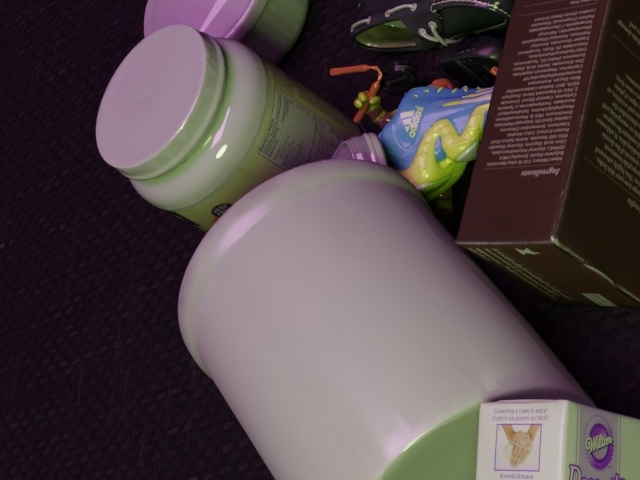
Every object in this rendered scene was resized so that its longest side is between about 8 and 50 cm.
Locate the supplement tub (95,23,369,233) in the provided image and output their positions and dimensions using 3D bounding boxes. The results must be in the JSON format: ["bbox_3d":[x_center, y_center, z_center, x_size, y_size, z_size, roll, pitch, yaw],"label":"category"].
[{"bbox_3d":[-0.105,-0.118,1.755,0.235,0.325,0.235,-23,53,35],"label":"supplement tub"}]

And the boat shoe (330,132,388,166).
[{"bbox_3d":[-0.001,-0.001,1.661,0.320,0.103,0.118,117,144,-43],"label":"boat shoe"}]

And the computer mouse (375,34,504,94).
[{"bbox_3d":[0.160,-0.229,1.755,0.242,0.071,0.041,-2,61,48],"label":"computer mouse"}]

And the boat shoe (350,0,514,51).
[{"bbox_3d":[0.150,-0.289,1.771,0.302,0.114,0.091,10,74,59],"label":"boat shoe"}]

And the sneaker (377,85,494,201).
[{"bbox_3d":[0.168,-0.156,1.600,0.240,0.091,0.126,-36,73,4],"label":"sneaker"}]

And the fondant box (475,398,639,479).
[{"bbox_3d":[0.238,0.321,1.200,0.096,0.238,0.330,-9,71,42],"label":"fondant box"}]

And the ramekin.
[{"bbox_3d":[-0.136,-0.358,2.071,0.272,0.127,0.273,-24,52,34],"label":"ramekin"}]

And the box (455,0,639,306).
[{"bbox_3d":[0.293,-0.135,1.478,0.143,0.191,0.382,-3,65,44],"label":"box"}]

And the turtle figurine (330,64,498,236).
[{"bbox_3d":[0.124,-0.117,1.695,0.269,0.087,0.217,12,81,15],"label":"turtle figurine"}]

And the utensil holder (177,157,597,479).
[{"bbox_3d":[0.068,0.150,1.441,0.328,0.327,0.385,-49,45,12],"label":"utensil holder"}]
